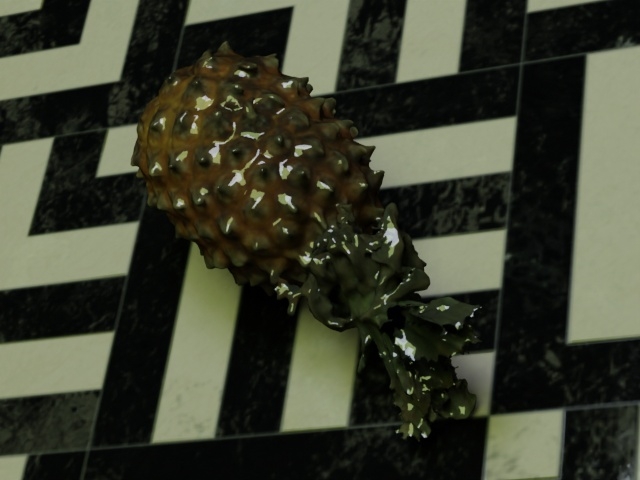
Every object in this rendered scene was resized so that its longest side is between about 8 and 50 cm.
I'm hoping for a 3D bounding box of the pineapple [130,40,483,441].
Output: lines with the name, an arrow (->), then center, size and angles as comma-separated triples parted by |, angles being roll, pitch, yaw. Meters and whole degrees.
pineapple -> 0.000, 0.000, 1.446 | 0.175, 0.175, 0.361 | -39, 61, -5
